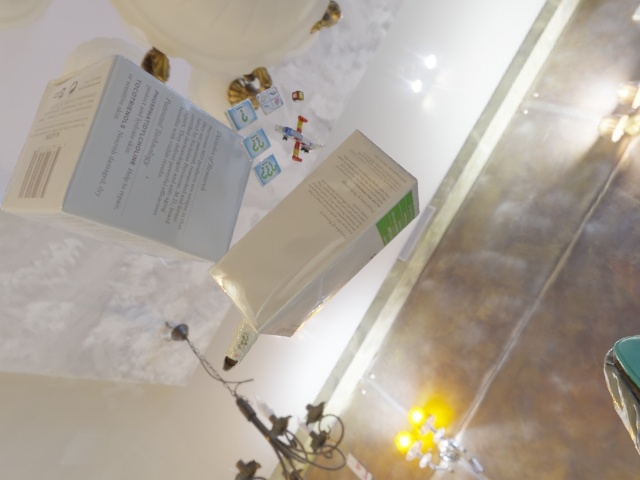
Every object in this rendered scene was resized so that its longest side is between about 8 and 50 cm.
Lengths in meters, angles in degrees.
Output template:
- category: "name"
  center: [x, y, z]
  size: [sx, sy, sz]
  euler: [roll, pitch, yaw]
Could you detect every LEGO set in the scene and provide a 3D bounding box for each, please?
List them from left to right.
- category: "LEGO set"
  center: [-0.087, -0.258, 1.033]
  size: [0.244, 0.060, 0.182]
  euler: [-46, -60, -42]

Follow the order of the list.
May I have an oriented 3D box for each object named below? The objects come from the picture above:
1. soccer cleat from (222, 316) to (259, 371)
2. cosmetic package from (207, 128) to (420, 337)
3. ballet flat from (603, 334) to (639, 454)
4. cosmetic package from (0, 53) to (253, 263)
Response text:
- category: "soccer cleat"
  center: [-0.214, 0.280, 1.208]
  size: [0.196, 0.068, 0.076]
  euler: [-63, -2, 33]
- category: "cosmetic package"
  center: [0.000, 0.000, 0.836]
  size: [0.365, 0.155, 0.197]
  euler: [-45, -19, 1]
- category: "ballet flat"
  center: [0.225, 0.122, 0.266]
  size: [0.213, 0.072, 0.068]
  euler: [-25, -79, -66]
- category: "cosmetic package"
  center: [-0.430, -0.154, 1.057]
  size: [0.394, 0.330, 0.327]
  euler: [27, -109, -50]
